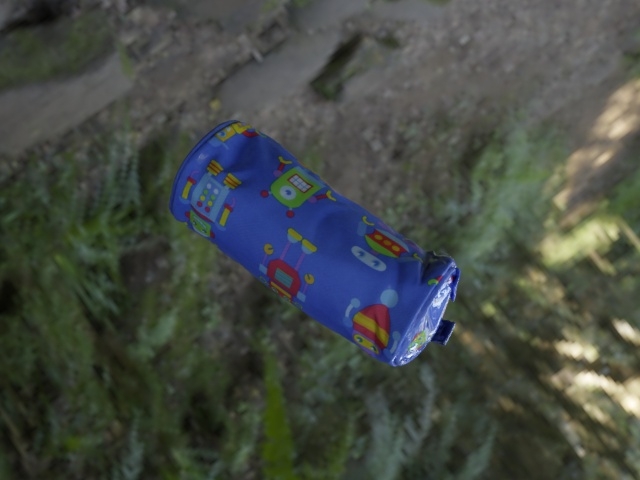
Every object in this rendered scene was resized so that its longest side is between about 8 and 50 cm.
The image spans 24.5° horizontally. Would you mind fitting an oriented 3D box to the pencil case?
[{"bbox_3d":[0.000,0.000,1.455,0.133,0.306,0.119,-47,162,-31],"label":"pencil case"}]
